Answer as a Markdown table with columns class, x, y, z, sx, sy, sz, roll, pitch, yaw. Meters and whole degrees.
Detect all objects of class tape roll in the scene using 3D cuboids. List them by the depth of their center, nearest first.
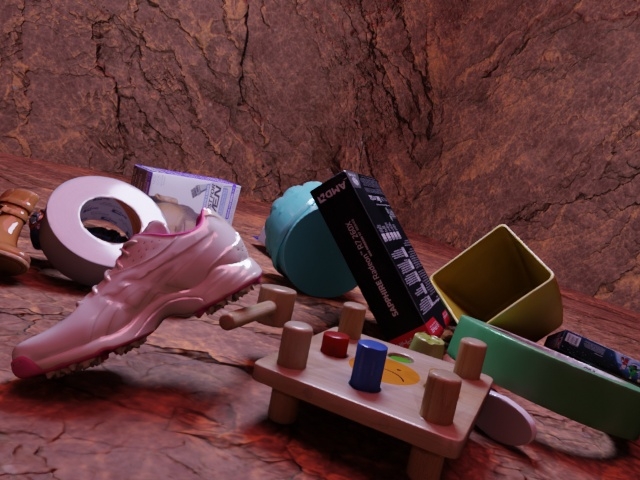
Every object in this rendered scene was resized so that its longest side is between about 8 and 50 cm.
| class | x | y | z | sx | sy | sz | roll | pitch | yaw |
| --- | --- | --- | --- | --- | --- | --- | --- | --- | --- |
| tape roll | 0.381 | 0.224 | 0.901 | 0.321 | 0.077 | 0.321 | 22 | 1 | 0 |
| tape roll | -0.405 | -0.018 | 0.995 | 0.219 | 0.072 | 0.219 | 24 | 41 | -22 |

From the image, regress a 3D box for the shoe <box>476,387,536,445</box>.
| class | x | y | z | sx | sy | sz | roll | pitch | yaw |
| --- | --- | --- | --- | --- | --- | --- | --- | --- | --- |
| shoe | 0.251 | 0.243 | 0.790 | 0.081 | 0.063 | 0.178 | 2 | 9 | -42 |

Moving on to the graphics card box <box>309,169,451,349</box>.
| class | x | y | z | sx | sy | sz | roll | pitch | yaw |
| --- | --- | --- | --- | --- | --- | --- | --- | --- | --- |
| graphics card box | 0.133 | 0.040 | 1.090 | 0.094 | 0.371 | 0.233 | -29 | -7 | 20 |

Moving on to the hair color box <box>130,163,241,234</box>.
| class | x | y | z | sx | sy | sz | roll | pitch | yaw |
| --- | --- | --- | --- | --- | --- | --- | --- | --- | --- |
| hair color box | -0.416 | -0.111 | 1.617 | 0.110 | 0.185 | 0.339 | 22 | 12 | 38 |

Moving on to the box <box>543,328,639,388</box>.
| class | x | y | z | sx | sy | sz | roll | pitch | yaw |
| --- | --- | --- | --- | --- | --- | --- | --- | --- | --- |
| box | 0.581 | 0.257 | 1.060 | 0.233 | 0.044 | 0.159 | 25 | -10 | 16 |

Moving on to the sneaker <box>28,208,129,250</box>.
| class | x | y | z | sx | sy | sz | roll | pitch | yaw |
| --- | --- | --- | --- | --- | --- | --- | --- | --- | --- |
| sneaker | -0.464 | 0.015 | 1.043 | 0.221 | 0.087 | 0.083 | 28 | 40 | -17 |

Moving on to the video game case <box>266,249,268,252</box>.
| class | x | y | z | sx | sy | sz | roll | pitch | yaw |
| --- | --- | --- | --- | --- | --- | --- | --- | --- | --- |
| video game case | -0.051 | 0.054 | 1.703 | 0.173 | 0.022 | 0.190 | 19 | 10 | 33 |

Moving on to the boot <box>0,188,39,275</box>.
| class | x | y | z | sx | sy | sz | roll | pitch | yaw |
| --- | --- | --- | --- | --- | --- | --- | --- | --- | --- |
| boot | -0.546 | -0.025 | 0.924 | 0.197 | 0.073 | 0.152 | 15 | 52 | 20 |

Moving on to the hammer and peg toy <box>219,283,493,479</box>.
| class | x | y | z | sx | sy | sz | roll | pitch | yaw |
| --- | --- | --- | --- | --- | --- | --- | --- | --- | --- |
| hammer and peg toy | 0.030 | 0.169 | 0.701 | 0.361 | 0.127 | 0.266 | 14 | 7 | 24 |

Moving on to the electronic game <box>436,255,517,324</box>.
| class | x | y | z | sx | sy | sz | roll | pitch | yaw |
| --- | --- | --- | --- | --- | --- | --- | --- | --- | --- |
| electronic game | 0.387 | 0.126 | 1.305 | 0.229 | 0.229 | 0.048 | 13 | 35 | -12 |

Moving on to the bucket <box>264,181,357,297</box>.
| class | x | y | z | sx | sy | sz | roll | pitch | yaw |
| --- | --- | --- | --- | --- | --- | --- | --- | --- | --- |
| bucket | 0.000 | 0.000 | 1.332 | 0.281 | 0.281 | 0.183 | 11 | 14 | -21 |

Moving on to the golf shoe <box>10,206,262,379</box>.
| class | x | y | z | sx | sy | sz | roll | pitch | yaw |
| --- | --- | --- | --- | --- | --- | --- | --- | --- | --- |
| golf shoe | -0.227 | 0.060 | 0.648 | 0.306 | 0.140 | 0.115 | -25 | -1 | -31 |

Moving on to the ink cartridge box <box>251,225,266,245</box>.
| class | x | y | z | sx | sy | sz | roll | pitch | yaw |
| --- | --- | --- | --- | --- | --- | --- | --- | --- | --- |
| ink cartridge box | -0.069 | 0.019 | 1.631 | 0.176 | 0.069 | 0.371 | 10 | 7 | -29 |

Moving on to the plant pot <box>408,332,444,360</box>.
| class | x | y | z | sx | sy | sz | roll | pitch | yaw |
| --- | --- | --- | --- | --- | --- | --- | --- | --- | --- |
| plant pot | 0.175 | 0.201 | 0.890 | 0.083 | 0.079 | 0.083 | 14 | 7 | -2 |

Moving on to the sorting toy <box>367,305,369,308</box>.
| class | x | y | z | sx | sy | sz | roll | pitch | yaw |
| --- | --- | --- | --- | --- | --- | --- | --- | --- | --- |
| sorting toy | 0.155 | 0.175 | 1.269 | 0.062 | 0.012 | 0.083 | 12 | 8 | -18 |

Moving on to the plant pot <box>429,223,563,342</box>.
| class | x | y | z | sx | sy | sz | roll | pitch | yaw |
| --- | --- | --- | --- | --- | --- | --- | --- | --- | --- |
| plant pot | 0.410 | 0.132 | 1.172 | 0.187 | 0.212 | 0.212 | 44 | 14 | -32 |
